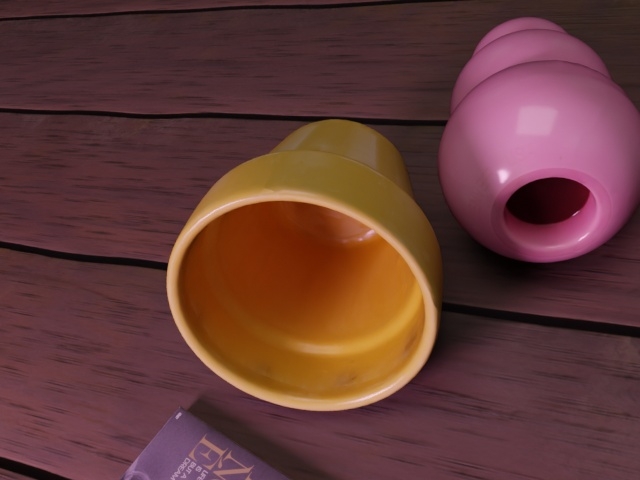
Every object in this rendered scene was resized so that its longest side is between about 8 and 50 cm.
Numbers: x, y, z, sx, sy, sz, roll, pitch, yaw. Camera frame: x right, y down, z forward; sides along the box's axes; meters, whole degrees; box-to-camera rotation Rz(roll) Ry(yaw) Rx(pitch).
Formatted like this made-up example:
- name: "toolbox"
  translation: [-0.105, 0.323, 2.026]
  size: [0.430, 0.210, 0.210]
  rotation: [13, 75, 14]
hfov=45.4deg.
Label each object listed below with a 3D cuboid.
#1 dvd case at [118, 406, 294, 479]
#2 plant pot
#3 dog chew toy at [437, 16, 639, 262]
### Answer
- name: "dvd case"
  translation: [-0.113, 0.270, 0.724]
  size: [0.221, 0.018, 0.164]
  rotation: [22, 60, 35]
- name: "plant pot"
  translation: [0.000, 0.000, 0.782]
  size: [0.253, 0.254, 0.239]
  rotation: [-7, 32, 16]
- name: "dog chew toy"
  translation: [0.232, -0.132, 0.832]
  size: [0.206, 0.207, 0.332]
  rotation: [-8, 40, 15]
